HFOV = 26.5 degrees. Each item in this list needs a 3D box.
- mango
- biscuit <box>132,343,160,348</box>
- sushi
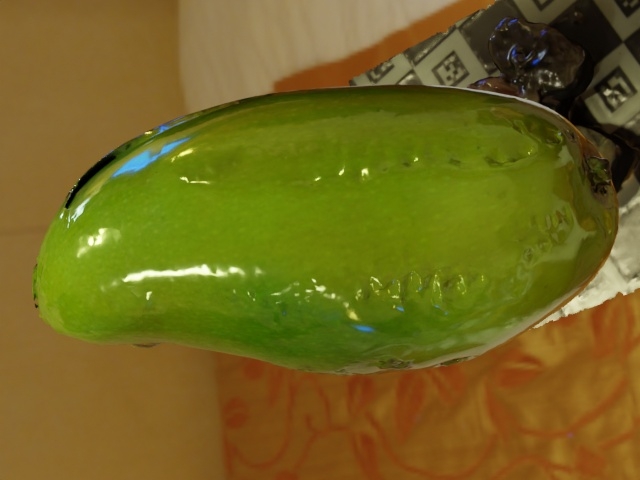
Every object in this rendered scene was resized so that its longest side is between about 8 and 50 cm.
[{"bbox_3d":[0.000,0.000,0.541,0.111,0.233,0.125,-90,-16,-49],"label":"mango"},{"bbox_3d":[-0.161,0.055,1.220,0.023,0.084,0.084,-26,71,44],"label":"biscuit"},{"bbox_3d":[0.180,-0.084,1.271,0.339,0.069,0.320,-24,74,32],"label":"sushi"}]
